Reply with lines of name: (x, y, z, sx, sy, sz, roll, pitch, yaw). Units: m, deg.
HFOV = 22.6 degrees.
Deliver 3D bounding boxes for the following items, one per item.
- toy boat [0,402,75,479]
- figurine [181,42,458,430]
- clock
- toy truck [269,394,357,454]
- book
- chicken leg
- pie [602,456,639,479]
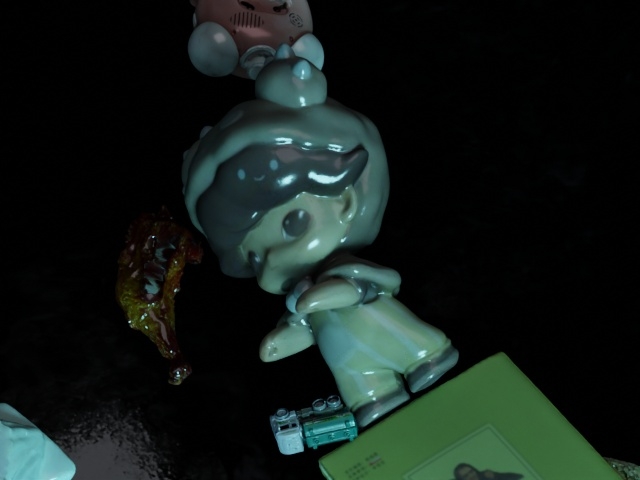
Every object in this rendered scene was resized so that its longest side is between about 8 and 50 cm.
toy boat: (-0.348, 0.240, 1.394, 0.199, 0.100, 0.290, 39, 51, 15)
figurine: (0.000, 0.001, 1.654, 0.203, 0.248, 0.381, -15, 69, -41)
clock: (-0.079, -0.263, 1.933, 0.166, 0.093, 0.162, 5, 52, -17)
toy truck: (-0.006, 0.185, 1.583, 0.083, 0.039, 0.044, -13, 33, -1)
book: (0.192, 0.280, 1.531, 0.239, 0.035, 0.352, -29, 56, -20)
chicken leg: (-0.168, 0.048, 1.657, 0.089, 0.048, 0.219, 8, 48, -9)
pie: (0.299, 0.334, 1.573, 0.274, 0.055, 0.274, 10, 50, -11)
